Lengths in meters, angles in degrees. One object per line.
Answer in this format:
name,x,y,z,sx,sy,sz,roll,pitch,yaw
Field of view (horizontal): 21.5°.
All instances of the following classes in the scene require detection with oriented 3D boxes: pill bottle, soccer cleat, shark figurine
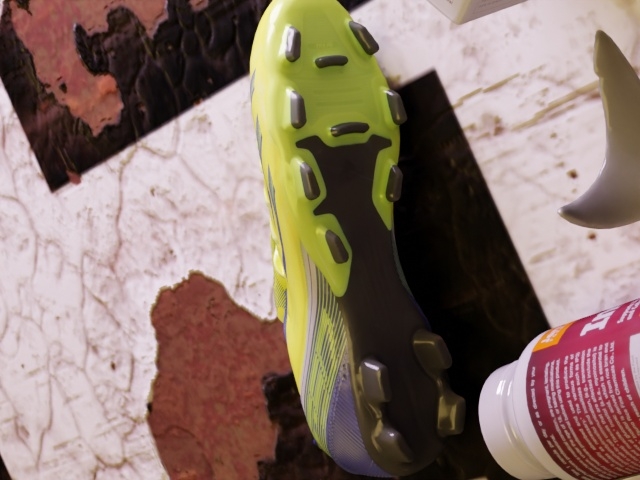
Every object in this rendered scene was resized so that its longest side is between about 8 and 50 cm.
pill bottle,0.154,0.076,0.855,0.152,0.086,0.086,-25,89,47
soccer cleat,-0.001,0.001,0.976,0.121,0.093,0.289,-1,106,52
shark figurine,0.245,-0.015,0.741,0.278,0.166,0.116,32,104,54

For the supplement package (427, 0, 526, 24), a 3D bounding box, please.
supplement package,0.091,-0.208,0.778,0.105,0.105,0.179,44,133,23
